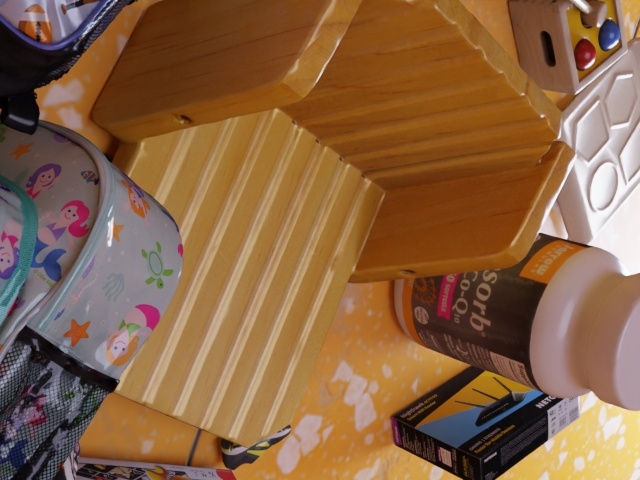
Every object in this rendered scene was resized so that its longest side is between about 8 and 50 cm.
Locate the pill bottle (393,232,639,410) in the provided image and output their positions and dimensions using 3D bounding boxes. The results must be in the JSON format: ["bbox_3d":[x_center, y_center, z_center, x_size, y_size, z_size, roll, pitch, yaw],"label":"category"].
[{"bbox_3d":[0.225,0.071,1.140,0.162,0.278,0.162,-15,112,-41],"label":"pill bottle"}]

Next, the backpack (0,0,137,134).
[{"bbox_3d":[-0.183,-0.260,0.690,0.276,0.213,0.263,48,52,-21],"label":"backpack"}]

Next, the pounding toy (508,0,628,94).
[{"bbox_3d":[0.282,-0.247,1.220,0.130,0.100,0.141,-38,126,-29],"label":"pounding toy"}]

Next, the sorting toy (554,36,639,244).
[{"bbox_3d":[0.361,-0.125,1.384,0.208,0.038,0.193,-42,128,-21],"label":"sorting toy"}]

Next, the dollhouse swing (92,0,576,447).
[{"bbox_3d":[0.000,0.000,0.915,0.347,0.315,0.305,35,58,-44],"label":"dollhouse swing"}]

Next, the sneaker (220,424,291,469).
[{"bbox_3d":[-0.066,0.201,1.085,0.083,0.031,0.035,-14,126,-36],"label":"sneaker"}]

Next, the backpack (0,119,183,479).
[{"bbox_3d":[-0.227,0.036,0.739,0.253,0.225,0.191,-51,135,-13],"label":"backpack"}]

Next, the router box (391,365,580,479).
[{"bbox_3d":[0.190,0.202,1.250,0.179,0.133,0.046,-25,120,-36],"label":"router box"}]

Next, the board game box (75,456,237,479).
[{"bbox_3d":[-0.157,0.266,0.901,0.305,0.193,0.053,17,117,-45],"label":"board game box"}]

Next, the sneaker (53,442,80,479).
[{"bbox_3d":[-0.211,0.170,0.844,0.072,0.178,0.077,-34,144,11],"label":"sneaker"}]
